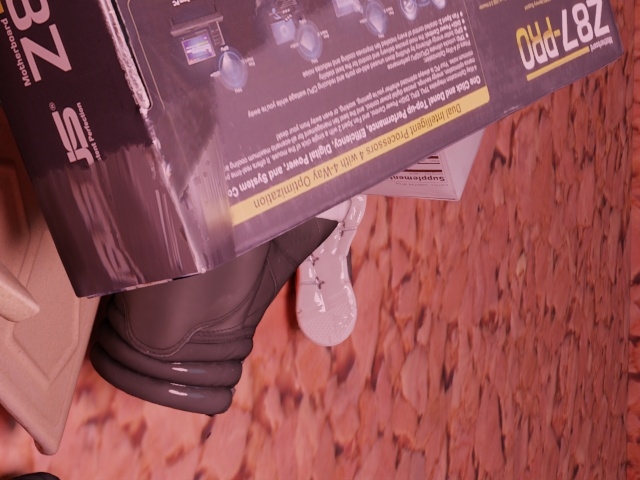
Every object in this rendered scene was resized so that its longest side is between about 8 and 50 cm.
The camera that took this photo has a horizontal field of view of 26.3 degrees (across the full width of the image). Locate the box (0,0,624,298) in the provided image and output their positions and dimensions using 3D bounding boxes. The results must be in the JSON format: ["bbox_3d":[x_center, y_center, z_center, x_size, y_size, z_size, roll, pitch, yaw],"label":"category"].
[{"bbox_3d":[-0.009,-0.188,0.686,0.395,0.097,0.318,-29,102,-47],"label":"box"}]

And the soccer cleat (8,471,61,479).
[{"bbox_3d":[-0.162,0.171,0.661,0.179,0.072,0.060,-43,134,-58],"label":"soccer cleat"}]

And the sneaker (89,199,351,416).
[{"bbox_3d":[-0.064,0.022,0.855,0.296,0.104,0.147,-26,137,-76],"label":"sneaker"}]

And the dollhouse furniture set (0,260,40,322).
[{"bbox_3d":[-0.239,0.020,0.279,0.262,0.135,0.259,-41,151,0],"label":"dollhouse furniture set"}]

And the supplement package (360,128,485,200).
[{"bbox_3d":[0.037,-0.167,0.965,0.203,0.149,0.194,69,35,-46],"label":"supplement package"}]

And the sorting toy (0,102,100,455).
[{"bbox_3d":[-0.146,-0.019,0.673,0.208,0.038,0.193,77,21,-58],"label":"sorting toy"}]

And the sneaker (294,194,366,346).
[{"bbox_3d":[0.000,0.000,1.064,0.065,0.061,0.158,-130,-136,-83],"label":"sneaker"}]
